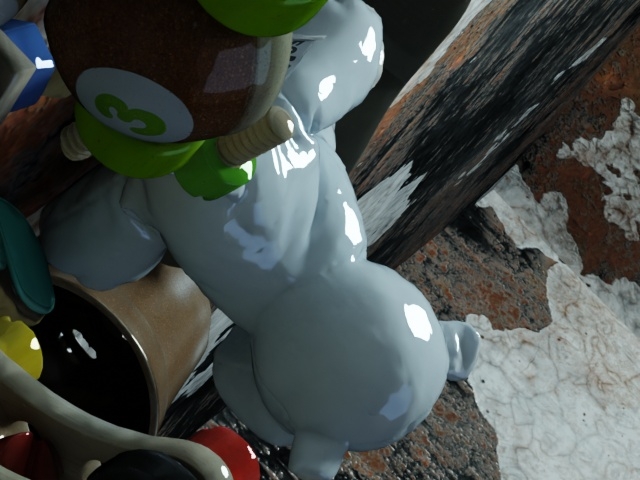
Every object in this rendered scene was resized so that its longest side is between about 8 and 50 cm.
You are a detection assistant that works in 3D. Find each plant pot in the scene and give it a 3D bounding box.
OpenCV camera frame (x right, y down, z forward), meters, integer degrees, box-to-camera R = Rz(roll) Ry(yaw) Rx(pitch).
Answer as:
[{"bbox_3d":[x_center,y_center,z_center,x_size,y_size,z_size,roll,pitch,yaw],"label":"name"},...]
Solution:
[{"bbox_3d":[-0.161,0.074,1.246,0.167,0.167,0.165,-47,-179,24],"label":"plant pot"}]

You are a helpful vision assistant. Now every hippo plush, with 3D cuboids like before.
[{"bbox_3d":[0.000,0.000,1.096,0.234,0.236,0.294,-42,-171,-24],"label":"hippo plush"}]

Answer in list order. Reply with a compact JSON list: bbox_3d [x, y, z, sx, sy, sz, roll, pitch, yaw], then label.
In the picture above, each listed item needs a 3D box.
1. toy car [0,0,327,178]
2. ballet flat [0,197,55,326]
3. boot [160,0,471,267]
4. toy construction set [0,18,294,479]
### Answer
[{"bbox_3d":[-0.113,-0.095,0.612,0.188,0.149,0.155,-12,166,-28],"label":"toy car"},{"bbox_3d":[-0.202,0.007,1.002,0.073,0.080,0.232,-15,168,-2],"label":"ballet flat"},{"bbox_3d":[-0.014,-0.092,1.293,0.305,0.112,0.115,-45,-176,-9],"label":"boot"},{"bbox_3d":[-0.165,0.028,0.788,0.237,0.257,0.309,-25,-152,40],"label":"toy construction set"}]
